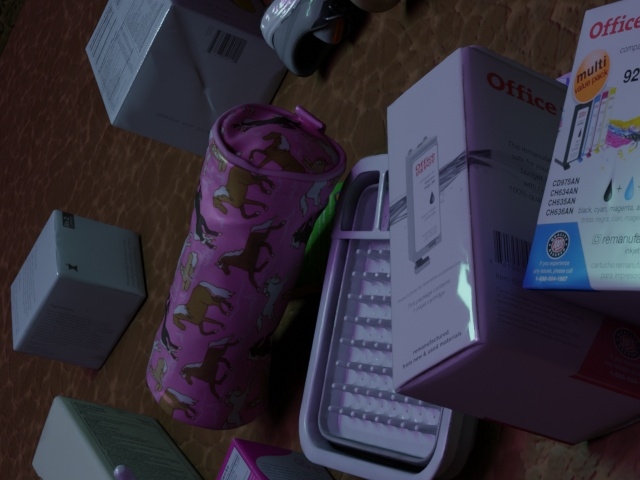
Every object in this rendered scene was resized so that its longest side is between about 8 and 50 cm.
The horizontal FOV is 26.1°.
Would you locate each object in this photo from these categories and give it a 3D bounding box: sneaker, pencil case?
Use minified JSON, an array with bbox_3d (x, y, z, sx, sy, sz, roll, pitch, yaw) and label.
[{"bbox_3d":[0.024,-0.322,1.759,0.271,0.100,0.108,-55,46,36],"label":"sneaker"},{"bbox_3d":[-0.089,0.034,1.589,0.167,0.160,0.386,-98,22,-55],"label":"pencil case"}]

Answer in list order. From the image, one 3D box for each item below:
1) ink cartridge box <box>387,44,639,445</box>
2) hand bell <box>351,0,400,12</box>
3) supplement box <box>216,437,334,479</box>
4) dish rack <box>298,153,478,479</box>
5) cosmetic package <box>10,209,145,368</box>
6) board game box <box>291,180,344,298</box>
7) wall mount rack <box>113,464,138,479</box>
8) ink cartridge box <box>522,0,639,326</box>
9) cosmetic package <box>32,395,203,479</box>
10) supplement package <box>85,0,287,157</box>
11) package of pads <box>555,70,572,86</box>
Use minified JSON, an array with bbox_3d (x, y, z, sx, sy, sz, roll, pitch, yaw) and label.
[{"bbox_3d":[0.171,0.005,1.165,0.117,0.207,0.283,-36,44,46],"label":"ink cartridge box"},{"bbox_3d":[0.139,-0.333,1.556,0.242,0.126,0.126,2,75,50],"label":"hand bell"},{"bbox_3d":[-0.031,0.313,1.455,0.114,0.111,0.220,-67,28,12],"label":"supplement box"},{"bbox_3d":[0.092,0.078,1.397,0.285,0.072,0.332,0,78,60],"label":"dish rack"},{"bbox_3d":[-0.388,0.080,2.194,0.183,0.151,0.151,-54,34,32],"label":"cosmetic package"},{"bbox_3d":[0.000,0.000,1.663,0.259,0.039,0.124,-19,59,60],"label":"board game box"},{"bbox_3d":[-0.229,0.433,1.507,0.350,0.130,0.304,-50,-23,-42],"label":"wall mount rack"},{"bbox_3d":[0.287,-0.053,1.029,0.171,0.168,0.232,-2,72,62],"label":"ink cartridge box"},{"bbox_3d":[-0.259,0.323,1.813,0.309,0.160,0.113,32,103,63],"label":"cosmetic package"},{"bbox_3d":[-0.196,-0.275,1.999,0.198,0.199,0.262,-60,30,21],"label":"supplement package"},{"bbox_3d":[0.236,-0.132,1.313,0.083,0.032,0.050,-25,51,55],"label":"package of pads"}]
